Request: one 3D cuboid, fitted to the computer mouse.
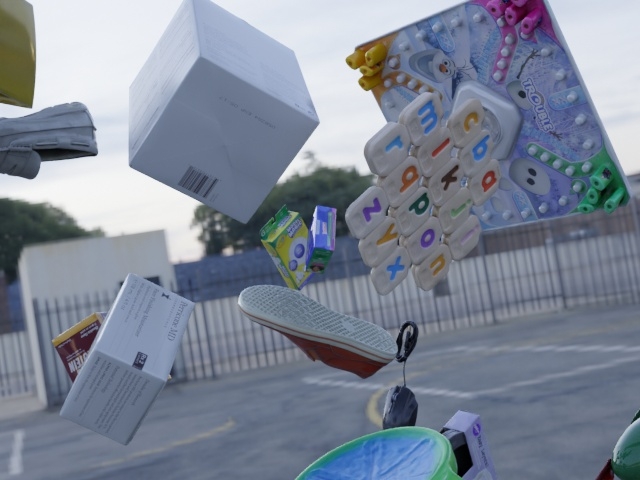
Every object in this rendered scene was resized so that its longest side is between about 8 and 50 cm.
[{"bbox_3d":[0.157,0.275,1.927,0.041,0.242,0.071,19,-20,-39],"label":"computer mouse"}]

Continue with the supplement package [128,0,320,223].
[{"bbox_3d":[-0.153,-0.202,1.460,0.199,0.198,0.263,27,24,-25],"label":"supplement package"}]

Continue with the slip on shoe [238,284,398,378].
[{"bbox_3d":[-0.012,0.181,1.869,0.331,0.101,0.123,23,28,-21],"label":"slip on shoe"}]

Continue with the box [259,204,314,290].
[{"bbox_3d":[-0.065,0.015,2.245,0.043,0.179,0.105,10,49,46],"label":"box"}]

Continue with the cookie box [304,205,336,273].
[{"bbox_3d":[0.000,0.000,1.857,0.040,0.092,0.107,8,-27,-7],"label":"cookie box"}]

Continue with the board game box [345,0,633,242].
[{"bbox_3d":[0.260,-0.187,1.602,0.390,0.390,0.050,-11,22,48],"label":"board game box"}]

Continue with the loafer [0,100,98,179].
[{"bbox_3d":[-0.531,-0.159,1.721,0.319,0.112,0.112,-23,1,-38],"label":"loafer"}]

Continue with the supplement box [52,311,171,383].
[{"bbox_3d":[-0.475,0.274,2.248,0.129,0.191,0.194,-32,-10,13],"label":"supplement box"}]

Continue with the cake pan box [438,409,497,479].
[{"bbox_3d":[0.306,0.562,2.275,0.070,0.267,0.245,5,31,43],"label":"cake pan box"}]

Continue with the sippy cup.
[{"bbox_3d":[0.096,0.395,1.262,0.240,0.224,0.305,-25,12,-9],"label":"sippy cup"}]

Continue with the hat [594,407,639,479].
[{"bbox_3d":[0.505,0.367,1.675,0.183,0.209,0.173,8,-33,-16],"label":"hat"}]

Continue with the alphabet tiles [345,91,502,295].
[{"bbox_3d":[0.151,-0.064,1.396,0.278,0.284,0.021,-42,41,-20],"label":"alphabet tiles"}]

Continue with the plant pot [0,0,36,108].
[{"bbox_3d":[-0.633,-0.369,1.753,0.212,0.187,0.212,12,-6,20],"label":"plant pot"}]

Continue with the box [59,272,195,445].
[{"bbox_3d":[-0.299,0.184,1.528,0.119,0.181,0.182,26,-53,-11],"label":"box"}]
